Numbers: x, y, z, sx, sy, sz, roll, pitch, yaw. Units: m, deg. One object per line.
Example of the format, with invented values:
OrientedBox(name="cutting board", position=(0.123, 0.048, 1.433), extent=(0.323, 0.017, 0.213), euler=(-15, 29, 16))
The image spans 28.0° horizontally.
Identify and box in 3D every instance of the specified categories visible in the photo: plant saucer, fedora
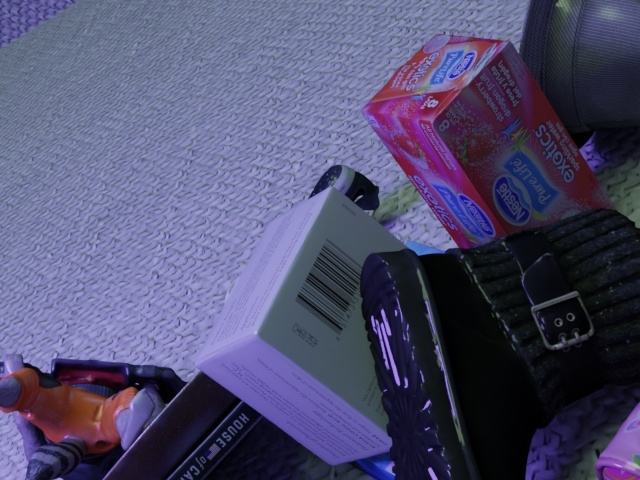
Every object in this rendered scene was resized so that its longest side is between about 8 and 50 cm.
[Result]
OrientedBox(name="plant saucer", position=(-0.138, 0.195, 1.374), extent=(0.310, 0.050, 0.310), euler=(-47, -4, -4))
OrientedBox(name="fedora", position=(0.316, -0.204, 1.362), extent=(0.124, 0.275, 0.244), euler=(13, 82, 26))

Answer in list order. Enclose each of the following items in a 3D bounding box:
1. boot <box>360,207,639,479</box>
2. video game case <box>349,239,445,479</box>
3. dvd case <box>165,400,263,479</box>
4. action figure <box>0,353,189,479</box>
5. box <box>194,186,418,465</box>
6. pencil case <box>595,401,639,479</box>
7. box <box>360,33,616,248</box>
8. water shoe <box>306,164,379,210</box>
OrientedBox(name="boot", position=(0.195, 0.144, 1.101), extent=(0.260, 0.348, 0.131), euler=(-6, -15, -18))
OrientedBox(name="video game case", position=(0.103, 0.126, 1.308), extent=(0.244, 0.061, 0.269), euler=(-47, 30, -15))
OrientedBox(name="dvd case", position=(-0.131, 0.240, 1.309), extent=(0.179, 0.029, 0.239), euler=(-46, -5, -23))
OrientedBox(name="action figure", position=(-0.320, 0.211, 1.462), extent=(0.341, 0.330, 0.179), euler=(2, 72, 0))
OrientedBox(name="box", position=(0.011, 0.083, 1.202), extent=(0.119, 0.182, 0.181), euler=(-27, 30, 52))
OrientedBox(name="pencil case", position=(0.336, 0.113, 1.010), extent=(0.284, 0.124, 0.124), euler=(-50, 31, -16))
OrientedBox(name="box", position=(0.176, -0.074, 1.298), extent=(0.122, 0.257, 0.128), euler=(-47, 30, -15))
OrientedBox(name="water shoe", position=(0.000, 0.000, 1.594), extent=(0.203, 0.080, 0.073), euler=(-53, 17, 30))
